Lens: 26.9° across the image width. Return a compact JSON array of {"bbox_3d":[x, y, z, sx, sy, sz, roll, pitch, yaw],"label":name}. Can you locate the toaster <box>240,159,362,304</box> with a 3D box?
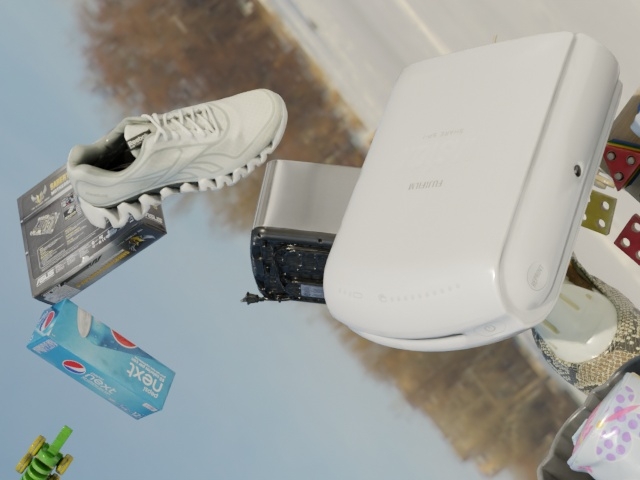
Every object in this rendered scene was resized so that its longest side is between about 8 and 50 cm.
[{"bbox_3d":[0.000,0.000,1.544,0.168,0.185,0.110,87,-170,-60],"label":"toaster"}]

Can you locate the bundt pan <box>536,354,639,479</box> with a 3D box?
[{"bbox_3d":[0.408,0.282,1.608,0.124,0.331,0.331,41,-174,-14],"label":"bundt pan"}]

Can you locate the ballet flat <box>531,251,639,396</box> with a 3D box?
[{"bbox_3d":[0.374,0.089,2.142,0.182,0.164,0.483,35,-166,-38],"label":"ballet flat"}]

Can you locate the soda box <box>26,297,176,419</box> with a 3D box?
[{"bbox_3d":[-0.319,0.175,1.955,0.210,0.067,0.071,38,-131,-25],"label":"soda box"}]

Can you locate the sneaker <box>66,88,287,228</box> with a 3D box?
[{"bbox_3d":[-0.179,-0.118,1.671,0.118,0.292,0.110,68,175,-54],"label":"sneaker"}]

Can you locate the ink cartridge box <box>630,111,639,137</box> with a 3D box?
[{"bbox_3d":[0.429,-0.196,1.242,0.117,0.278,0.201,39,177,10],"label":"ink cartridge box"}]

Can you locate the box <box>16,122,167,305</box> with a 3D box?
[{"bbox_3d":[-0.339,-0.036,1.960,0.056,0.231,0.183,28,-143,-48],"label":"box"}]

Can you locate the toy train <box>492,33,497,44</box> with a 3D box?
[{"bbox_3d":[0.198,-0.199,2.087,0.105,0.143,0.248,-30,-57,-76],"label":"toy train"}]

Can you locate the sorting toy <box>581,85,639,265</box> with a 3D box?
[{"bbox_3d":[0.365,-0.087,1.461,0.132,0.274,0.046,46,-140,18],"label":"sorting toy"}]

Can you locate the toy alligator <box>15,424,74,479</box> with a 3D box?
[{"bbox_3d":[-0.383,0.319,1.772,0.056,0.190,0.051,37,-153,-2],"label":"toy alligator"}]

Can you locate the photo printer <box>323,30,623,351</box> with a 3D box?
[{"bbox_3d":[0.137,-0.039,1.283,0.107,0.308,0.256,35,156,-33],"label":"photo printer"}]

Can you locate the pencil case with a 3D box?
[{"bbox_3d":[0.371,0.238,1.261,0.273,0.113,0.124,33,165,13],"label":"pencil case"}]

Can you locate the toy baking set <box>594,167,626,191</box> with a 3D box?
[{"bbox_3d":[0.414,-0.123,2.080,0.196,0.030,0.256,26,178,-28],"label":"toy baking set"}]
